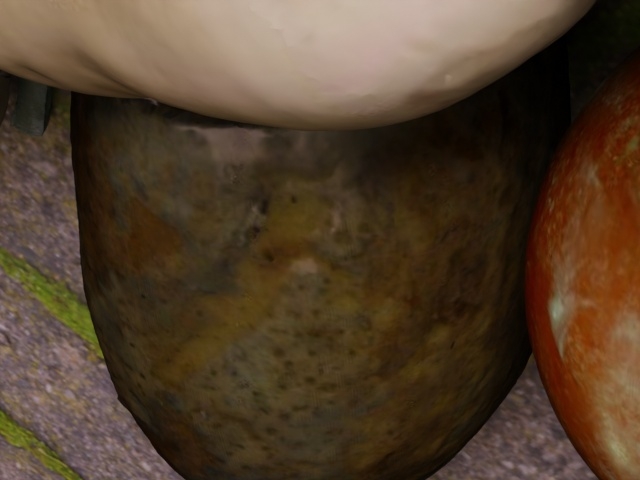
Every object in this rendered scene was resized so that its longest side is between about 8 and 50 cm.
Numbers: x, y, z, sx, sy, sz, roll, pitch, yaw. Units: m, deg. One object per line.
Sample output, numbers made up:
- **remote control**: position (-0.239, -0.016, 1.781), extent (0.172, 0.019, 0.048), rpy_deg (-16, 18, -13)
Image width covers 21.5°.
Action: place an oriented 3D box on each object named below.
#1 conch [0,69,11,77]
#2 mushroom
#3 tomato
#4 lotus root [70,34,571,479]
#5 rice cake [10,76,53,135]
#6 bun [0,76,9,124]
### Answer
- **conch**: position (-0.208, -0.197, 0.791), extent (0.186, 0.241, 0.313), rpy_deg (7, 121, 7)
- **mushroom**: position (-0.041, -0.185, 0.601), extent (0.353, 0.353, 0.325), rpy_deg (24, 138, 8)
- **tomato**: position (0.224, 0.007, 0.738), extent (0.270, 0.223, 0.270), rpy_deg (2, 117, 4)
- **lotus root**: position (0.000, 0.000, 0.865), extent (0.250, 0.250, 0.346), rpy_deg (19, 140, 14)
- **rice cake**: position (-0.170, -0.110, 1.008), extent (0.022, 0.021, 0.121), rpy_deg (17, 137, 2)
- **bun**: position (-0.260, -0.079, 0.972), extent (0.173, 0.172, 0.120), rpy_deg (102, 149, -47)
